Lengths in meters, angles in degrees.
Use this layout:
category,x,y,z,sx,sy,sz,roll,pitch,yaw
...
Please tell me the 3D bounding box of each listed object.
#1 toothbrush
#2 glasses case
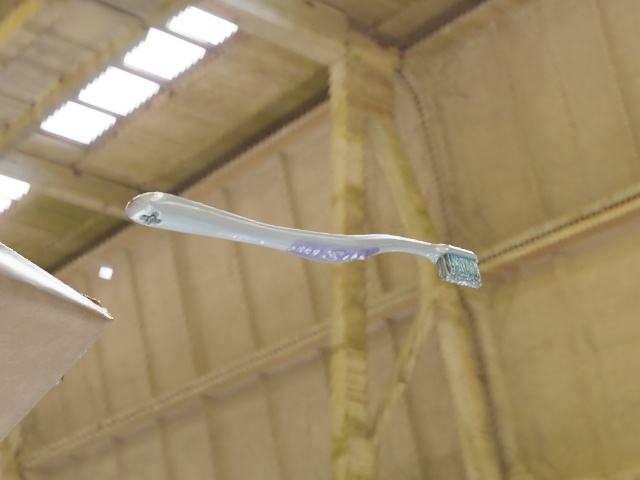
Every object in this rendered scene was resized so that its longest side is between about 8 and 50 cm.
category,x,y,z,sx,sy,sz,roll,pitch,yaw
toothbrush,0.000,0.000,0.395,0.011,0.131,0.013,-45,-130,35
glasses case,-0.178,0.070,0.599,0.193,0.102,0.070,-46,-125,13
